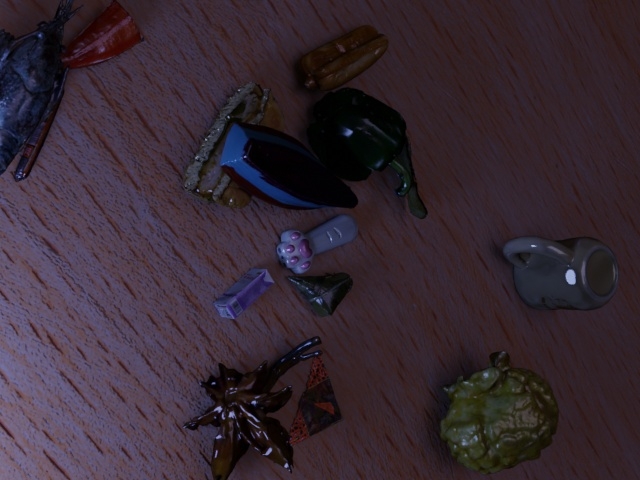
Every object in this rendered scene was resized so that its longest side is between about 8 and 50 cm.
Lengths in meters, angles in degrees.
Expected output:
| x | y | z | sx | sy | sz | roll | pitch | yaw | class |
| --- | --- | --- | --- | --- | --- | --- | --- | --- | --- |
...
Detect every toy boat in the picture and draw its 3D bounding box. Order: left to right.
| x | y | z | sx | sy | sz | roll | pitch | yaw | class |
| --- | --- | --- | --- | --- | --- | --- | --- | --- | --- |
| -0.046 | -0.123 | 1.808 | 0.392 | 0.079 | 0.136 | 23 | 85 | -54 | toy boat |

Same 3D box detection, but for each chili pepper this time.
| x | y | z | sx | sy | sz | roll | pitch | yaw | class |
| --- | --- | --- | --- | --- | --- | --- | --- | --- | --- |
| -0.403 | -0.346 | 1.663 | 0.169 | 0.065 | 0.088 | -41 | 109 | -27 | chili pepper |
| 0.100 | -0.199 | 1.955 | 0.261 | 0.174 | 0.165 | 32 | 43 | -28 | chili pepper |

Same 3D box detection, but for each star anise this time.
| x | y | z | sx | sy | sz | roll | pitch | yaw | class |
| --- | --- | --- | --- | --- | --- | --- | --- | --- | --- |
| -0.108 | 0.308 | 1.761 | 0.237 | 0.148 | 0.346 | 29 | 63 | 16 | star anise |

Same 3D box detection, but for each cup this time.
| x | y | z | sx | sy | sz | roll | pitch | yaw | class |
| --- | --- | --- | --- | --- | --- | --- | --- | --- | --- |
| 0.567 | 0.050 | 2.243 | 0.173 | 0.202 | 0.255 | -47 | 112 | -29 | cup |

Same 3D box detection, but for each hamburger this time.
| x | y | z | sx | sy | sz | roll | pitch | yaw | class |
| --- | --- | --- | --- | --- | --- | --- | --- | --- | --- |
| -0.154 | -0.174 | 1.801 | 0.131 | 0.124 | 0.262 | 47 | 63 | -51 | hamburger |

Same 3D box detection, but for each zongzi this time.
| x | y | z | sx | sy | sz | roll | pitch | yaw | class |
| --- | --- | --- | --- | --- | --- | --- | --- | --- | --- |
| 0.004 | 0.081 | 1.927 | 0.119 | 0.055 | 0.109 | 48 | 58 | -10 | zongzi |

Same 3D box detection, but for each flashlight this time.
| x | y | z | sx | sy | sz | roll | pitch | yaw | class |
| --- | --- | --- | --- | --- | --- | --- | --- | --- | --- |
| 0.000 | 0.000 | 1.931 | 0.200 | 0.047 | 0.093 | -24 | 100 | -34 | flashlight |

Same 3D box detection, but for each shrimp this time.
| x | y | z | sx | sy | sz | roll | pitch | yaw | class |
| --- | --- | --- | --- | --- | --- | --- | --- | --- | --- |
| -0.509 | -0.261 | 1.530 | 0.172 | 0.137 | 0.372 | 26 | 71 | -27 | shrimp |

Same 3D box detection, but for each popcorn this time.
| x | y | z | sx | sy | sz | roll | pitch | yaw | class |
| --- | --- | --- | --- | --- | --- | --- | --- | --- | --- |
| 0.393 | 0.385 | 2.080 | 0.257 | 0.224 | 0.270 | 27 | 76 | -23 | popcorn |

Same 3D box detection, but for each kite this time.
| x | y | z | sx | sy | sz | roll | pitch | yaw | class |
| --- | --- | --- | --- | --- | --- | --- | --- | --- | --- |
| 0.003 | 0.344 | 1.926 | 0.125 | 0.008 | 0.222 | 32 | 68 | -30 | kite |

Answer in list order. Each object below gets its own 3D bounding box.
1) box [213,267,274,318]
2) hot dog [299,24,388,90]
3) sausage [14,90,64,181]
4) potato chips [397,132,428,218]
| x | y | z | sx | sy | sz | roll | pitch | yaw | class |
| --- | --- | --- | --- | --- | --- | --- | --- | --- | --- |
| -0.147 | 0.100 | 1.813 | 0.117 | 0.050 | 0.036 | -44 | 118 | -32 | box |
| 0.043 | -0.376 | 1.981 | 0.102 | 0.076 | 0.249 | 41 | 53 | 17 | hot dog |
| -0.478 | -0.189 | 1.614 | 0.028 | 0.025 | 0.198 | 17 | 73 | -1 | sausage |
| 0.193 | -0.151 | 2.044 | 0.026 | 0.142 | 0.209 | -14 | 73 | -5 | potato chips |
